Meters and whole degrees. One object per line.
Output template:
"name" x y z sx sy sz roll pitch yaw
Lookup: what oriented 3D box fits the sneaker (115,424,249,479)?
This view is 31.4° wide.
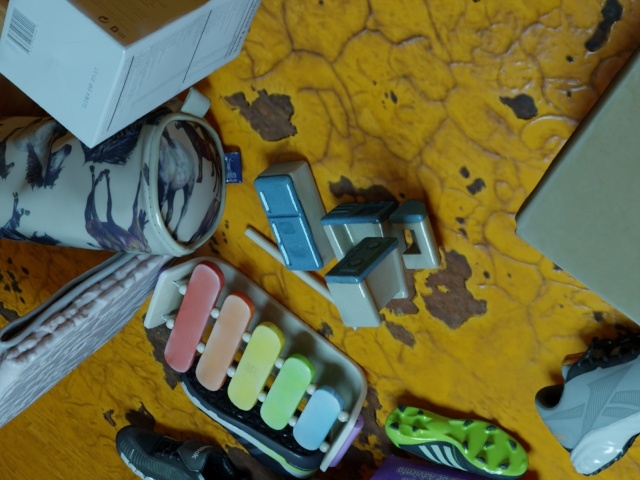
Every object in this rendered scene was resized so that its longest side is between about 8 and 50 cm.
"sneaker" -0.190 0.321 1.646 0.234 0.078 0.106 32 131 12

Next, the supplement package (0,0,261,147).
"supplement package" -0.179 -0.225 1.133 0.134 0.244 0.139 40 135 8

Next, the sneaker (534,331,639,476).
"sneaker" 0.300 0.131 1.109 0.108 0.100 0.271 46 137 11

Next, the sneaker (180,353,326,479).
"sneaker" -0.097 0.250 1.513 0.235 0.084 0.097 36 137 13

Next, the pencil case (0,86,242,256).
"pencil case" -0.299 -0.082 1.368 0.410 0.183 0.160 4 161 32

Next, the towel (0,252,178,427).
"towel" -0.323 0.122 1.425 0.053 0.332 0.317 47 136 3

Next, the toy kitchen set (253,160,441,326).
"toy kitchen set" 0.000 0.000 1.203 0.207 0.166 0.122 -2 117 39

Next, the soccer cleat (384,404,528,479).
"soccer cleat" 0.160 0.240 1.329 0.179 0.060 0.072 15 150 27

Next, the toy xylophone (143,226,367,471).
"toy xylophone" -0.068 0.123 1.404 0.323 0.081 0.236 31 133 17

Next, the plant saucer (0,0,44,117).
"plant saucer" -0.438 -0.234 1.483 0.200 0.037 0.200 20 129 26

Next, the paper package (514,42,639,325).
"paper package" 0.366 -0.054 0.877 0.309 0.168 0.325 38 135 9

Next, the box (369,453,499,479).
"box" 0.190 0.404 1.396 0.201 0.057 0.293 3 125 37
